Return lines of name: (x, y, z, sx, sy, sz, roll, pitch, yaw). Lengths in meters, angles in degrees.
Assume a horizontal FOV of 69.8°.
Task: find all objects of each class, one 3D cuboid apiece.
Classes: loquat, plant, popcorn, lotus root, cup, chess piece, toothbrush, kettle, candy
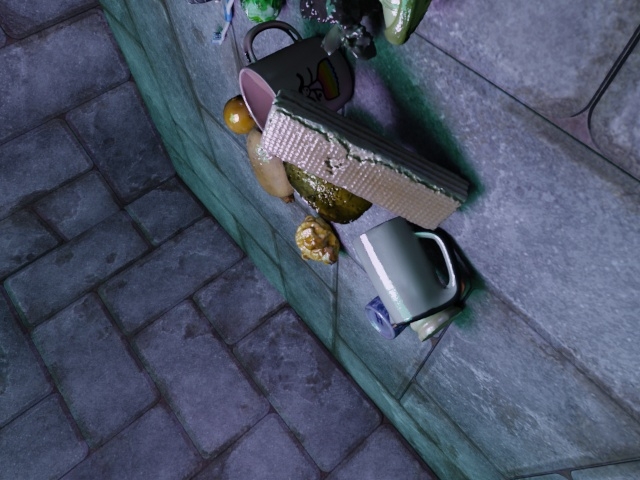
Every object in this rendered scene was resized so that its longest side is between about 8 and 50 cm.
loquat: (-0.258, -0.421, 1.534, 0.141, 0.141, 0.141, 46, 160, 22)
plant: (0.042, -0.421, 0.802, 0.142, 0.131, 0.203, 41, 148, 31)
popcorn: (-0.010, 0.001, 1.699, 0.194, 0.140, 0.163, 49, 156, -18)
lotus root: (-0.155, -0.249, 1.565, 0.169, 0.151, 0.343, 40, 155, 36)
cup: (-0.063, -0.372, 1.038, 0.191, 0.200, 0.253, 21, 144, 59)
chess piece: (0.264, 0.142, 1.297, 0.251, 0.144, 0.144, 54, 163, 21)
toothbrush: (-0.257, -0.650, 1.300, 0.040, 0.040, 0.386, 57, 158, -10)
kettle: (0.224, 0.068, 1.148, 0.240, 0.165, 0.255, -32, 76, 31)
candy: (-0.120, -0.614, 0.968, 0.097, 0.097, 0.323, 47, 153, 19)

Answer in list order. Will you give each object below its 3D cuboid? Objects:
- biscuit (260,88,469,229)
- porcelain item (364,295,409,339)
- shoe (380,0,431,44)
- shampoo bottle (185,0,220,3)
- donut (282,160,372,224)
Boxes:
biscuit: (0.086, -0.159, 0.932, 0.426, 0.079, 0.144, 24, 147, -7)
porcelain item: (0.235, 0.247, 1.556, 0.147, 0.114, 0.147, 44, 159, 22)
shoe: (0.120, -0.417, 0.635, 0.128, 0.140, 0.262, 35, 150, 22)
shampoo bottle: (-0.339, -0.716, 1.328, 0.207, 0.057, 0.064, 32, 152, 50)
donut: (0.045, -0.169, 1.107, 0.272, 0.272, 0.107, 51, 124, 8)
